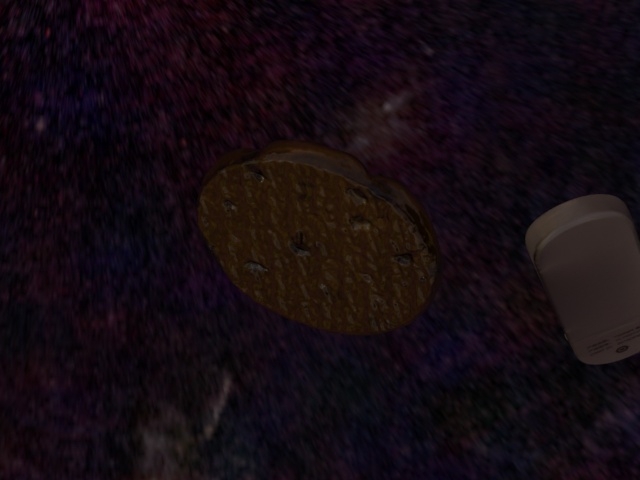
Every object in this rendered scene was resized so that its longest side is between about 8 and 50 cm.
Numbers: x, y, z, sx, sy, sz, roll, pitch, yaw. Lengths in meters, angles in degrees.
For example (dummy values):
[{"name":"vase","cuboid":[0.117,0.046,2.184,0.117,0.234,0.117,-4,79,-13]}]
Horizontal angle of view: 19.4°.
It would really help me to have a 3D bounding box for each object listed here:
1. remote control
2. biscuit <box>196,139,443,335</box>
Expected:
[{"name":"remote control","cuboid":[0.204,0.033,1.368,0.077,0.245,0.022,-21,60,8]},{"name":"biscuit","cuboid":[0.000,0.000,1.471,0.212,0.212,0.036,34,52,-12]}]
